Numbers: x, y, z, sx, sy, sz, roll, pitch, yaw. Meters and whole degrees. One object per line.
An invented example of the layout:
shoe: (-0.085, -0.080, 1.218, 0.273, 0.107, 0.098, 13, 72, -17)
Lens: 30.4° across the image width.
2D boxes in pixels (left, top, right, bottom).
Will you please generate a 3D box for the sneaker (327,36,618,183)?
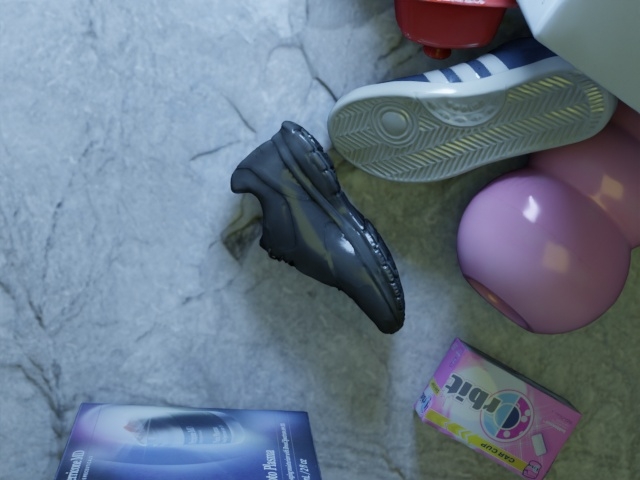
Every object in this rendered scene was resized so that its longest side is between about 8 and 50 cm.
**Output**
sneaker: (0.182, -0.164, 1.387, 0.350, 0.148, 0.131, -5, 121, 26)

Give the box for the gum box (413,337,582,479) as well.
gum box: (0.229, 0.219, 1.496, 0.188, 0.062, 0.107, 30, 96, -9)

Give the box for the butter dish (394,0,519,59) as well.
butter dish: (0.146, -0.269, 1.377, 0.160, 0.160, 0.118, 4, 123, -6)

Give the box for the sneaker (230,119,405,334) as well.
sneaker: (0.000, 0.000, 1.427, 0.130, 0.109, 0.286, -34, 92, 8)

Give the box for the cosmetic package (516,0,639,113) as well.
cosmetic package: (0.410, -0.307, 1.197, 0.327, 0.394, 0.329, 31, 115, -15)

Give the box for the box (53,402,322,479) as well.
box: (-0.153, 0.316, 1.360, 0.294, 0.296, 0.183, 2, 100, -6)

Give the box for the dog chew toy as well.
dog chew toy: (0.315, -0.051, 1.394, 0.206, 0.206, 0.332, 41, 87, -10)
